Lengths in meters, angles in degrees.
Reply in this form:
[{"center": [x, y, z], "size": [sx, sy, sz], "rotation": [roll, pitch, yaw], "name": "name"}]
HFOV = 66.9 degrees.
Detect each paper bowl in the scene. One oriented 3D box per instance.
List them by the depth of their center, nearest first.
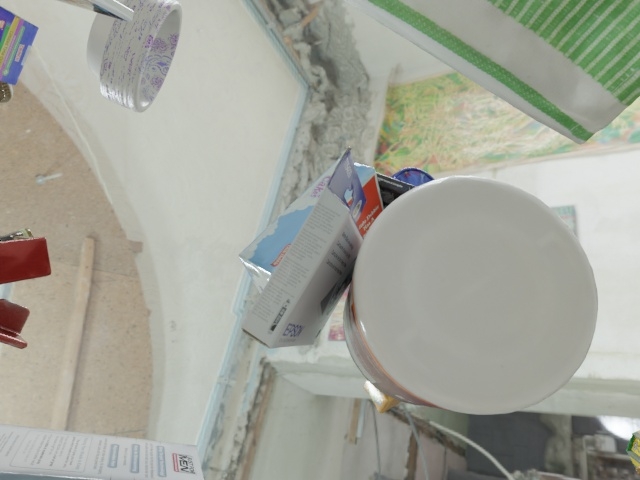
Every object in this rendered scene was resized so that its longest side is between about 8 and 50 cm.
[{"center": [-0.455, -0.469, 1.171], "size": [0.148, 0.284, 0.284], "rotation": [23, -122, -13], "name": "paper bowl"}]

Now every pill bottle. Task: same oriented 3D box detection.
[{"center": [0.142, 0.096, 0.615], "size": [0.392, 0.224, 0.224], "rotation": [87, -173, -73], "name": "pill bottle"}]

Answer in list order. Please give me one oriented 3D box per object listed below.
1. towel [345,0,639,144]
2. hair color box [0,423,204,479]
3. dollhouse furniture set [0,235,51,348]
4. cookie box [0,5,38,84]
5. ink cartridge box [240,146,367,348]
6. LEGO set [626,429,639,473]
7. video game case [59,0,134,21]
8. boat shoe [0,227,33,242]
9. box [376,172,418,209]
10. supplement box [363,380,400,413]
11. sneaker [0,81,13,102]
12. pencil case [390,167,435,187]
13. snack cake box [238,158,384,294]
[{"center": [0.153, -0.216, 0.218], "size": [0.247, 0.325, 0.038], "rotation": [27, -134, -8], "name": "towel"}, {"center": [-0.408, 0.434, 0.860], "size": [0.374, 0.185, 0.114], "rotation": [15, -93, -20], "name": "hair color box"}, {"center": [-0.532, 0.109, 0.643], "size": [0.374, 0.152, 0.201], "rotation": [-13, -82, -58], "name": "dollhouse furniture set"}, {"center": [-0.459, -0.283, 0.666], "size": [0.092, 0.107, 0.040], "rotation": [-61, -3, 10], "name": "cookie box"}, {"center": [0.010, 0.025, 0.595], "size": [0.224, 0.045, 0.223], "rotation": [-60, -15, -4], "name": "ink cartridge box"}, {"center": [0.527, 0.335, 0.521], "size": [0.192, 0.254, 0.331], "rotation": [26, -133, -77], "name": "LEGO set"}, {"center": [-0.408, -0.383, 0.719], "size": [0.201, 0.183, 0.023], "rotation": [-74, 0, -78], "name": "video game case"}, {"center": [-0.714, 0.038, 1.068], "size": [0.073, 0.223, 0.080], "rotation": [-4, -113, -58], "name": "boat shoe"}, {"center": [0.130, -0.071, 0.903], "size": [0.029, 0.162, 0.116], "rotation": [-50, -35, -22], "name": "box"}, {"center": [0.221, 0.318, 1.153], "size": [0.233, 0.078, 0.080], "rotation": [-20, -32, -26], "name": "supplement box"}, {"center": [-0.731, -0.447, 1.034], "size": [0.282, 0.099, 0.153], "rotation": [87, -179, -53], "name": "sneaker"}, {"center": [0.177, -0.057, 1.135], "size": [0.306, 0.133, 0.119], "rotation": [107, -174, -72], "name": "pencil case"}, {"center": [0.000, 0.000, 0.844], "size": [0.264, 0.089, 0.152], "rotation": [-46, -42, -24], "name": "snack cake box"}]
